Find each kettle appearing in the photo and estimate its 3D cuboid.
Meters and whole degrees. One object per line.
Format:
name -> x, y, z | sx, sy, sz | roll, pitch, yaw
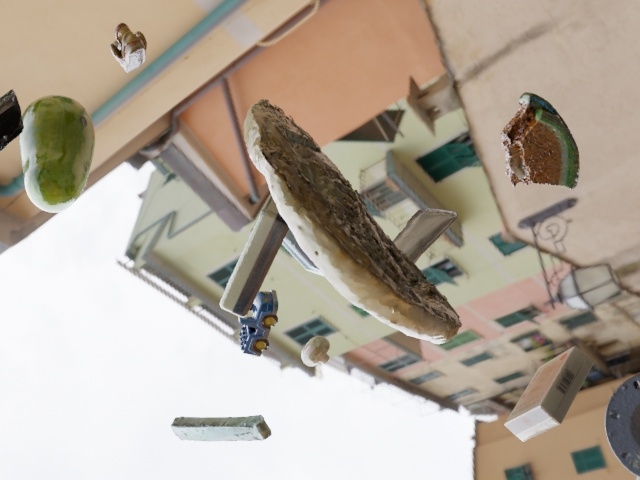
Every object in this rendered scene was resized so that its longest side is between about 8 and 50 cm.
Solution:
kettle -> 0.549, 0.312, 1.060 | 0.236, 0.161, 0.221 | 14, -83, -51

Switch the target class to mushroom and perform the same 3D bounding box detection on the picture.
mushroom -> -0.009, 0.281, 1.721 | 0.067, 0.083, 0.083 | 38, -146, -7

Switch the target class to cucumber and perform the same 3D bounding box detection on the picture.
cucumber -> -0.574, -0.160, 1.133 | 0.220, 0.046, 0.070 | -45, -56, -21

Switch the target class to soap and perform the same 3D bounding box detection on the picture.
soap -> 0.000, 0.000, 1.672 | 0.230, 0.145, 0.091 | 47, 167, 7

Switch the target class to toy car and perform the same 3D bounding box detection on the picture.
toy car -> -0.181, 0.223, 1.855 | 0.100, 0.191, 0.097 | 13, -154, -19

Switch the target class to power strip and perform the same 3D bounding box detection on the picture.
power strip -> -0.127, 0.027, 1.394 | 0.070, 0.256, 0.105 | 25, -156, -7

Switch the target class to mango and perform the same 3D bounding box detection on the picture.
mango -> -0.517, -0.169, 1.336 | 0.143, 0.175, 0.293 | -3, -135, -14

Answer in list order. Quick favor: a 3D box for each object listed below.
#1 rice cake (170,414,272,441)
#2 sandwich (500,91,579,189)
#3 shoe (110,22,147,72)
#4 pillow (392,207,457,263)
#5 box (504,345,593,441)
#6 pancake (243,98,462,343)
rice cake -> -0.179, 0.338, 1.231 | 0.043, 0.211, 0.034 | 67, -149, -25
sandwich -> 0.480, -0.208, 1.481 | 0.079, 0.159, 0.235 | -114, 9, -71
shoe -> -0.374, -0.379, 1.334 | 0.069, 0.072, 0.109 | 58, 175, -6
pillow -> 0.190, 0.011, 1.465 | 0.232, 0.131, 0.038 | -46, -62, -17
box -> 0.502, 0.336, 1.497 | 0.058, 0.141, 0.201 | 42, -129, 6
pancake -> 0.029, -0.025, 0.794 | 0.356, 0.065, 0.356 | 50, -170, -12
